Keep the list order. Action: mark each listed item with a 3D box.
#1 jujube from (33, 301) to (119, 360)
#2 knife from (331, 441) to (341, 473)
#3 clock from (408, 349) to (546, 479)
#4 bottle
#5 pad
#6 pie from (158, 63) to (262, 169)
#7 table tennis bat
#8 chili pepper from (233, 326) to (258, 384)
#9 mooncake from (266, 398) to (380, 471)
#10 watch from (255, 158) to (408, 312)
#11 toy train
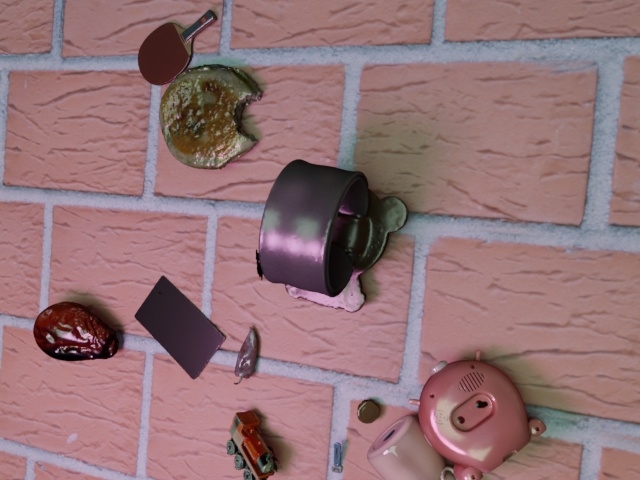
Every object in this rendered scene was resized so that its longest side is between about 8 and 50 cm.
[{"bbox_3d":[-0.685,0.265,1.702,0.237,0.168,0.168,16,96,13],"label":"jujube"},{"bbox_3d":[0.040,0.538,1.491,0.027,0.010,0.096,8,114,15],"label":"knife"},{"bbox_3d":[0.324,0.367,1.301,0.227,0.142,0.241,-33,75,-7],"label":"clock"},{"bbox_3d":[0.232,0.531,1.370,0.147,0.147,0.236,-43,85,16],"label":"bottle"},{"bbox_3d":[-0.392,0.238,1.668,0.265,0.009,0.159,41,105,17],"label":"pad"},{"bbox_3d":[-0.295,-0.326,1.591,0.303,0.067,0.302,0,90,21],"label":"pie"},{"bbox_3d":[-0.394,-0.536,1.650,0.274,0.021,0.154,-31,80,20],"label":"table tennis bat"},{"bbox_3d":[-0.192,0.304,1.575,0.050,0.041,0.153,14,79,0],"label":"chili pepper"},{"bbox_3d":[-0.008,0.490,1.501,0.347,0.057,0.150,-13,86,19],"label":"mooncake"},{"bbox_3d":[0.000,0.000,1.346,0.314,0.327,0.334,14,96,20],"label":"watch"},{"bbox_3d":[-0.174,0.530,1.527,0.176,0.074,0.118,47,124,40],"label":"toy train"}]
